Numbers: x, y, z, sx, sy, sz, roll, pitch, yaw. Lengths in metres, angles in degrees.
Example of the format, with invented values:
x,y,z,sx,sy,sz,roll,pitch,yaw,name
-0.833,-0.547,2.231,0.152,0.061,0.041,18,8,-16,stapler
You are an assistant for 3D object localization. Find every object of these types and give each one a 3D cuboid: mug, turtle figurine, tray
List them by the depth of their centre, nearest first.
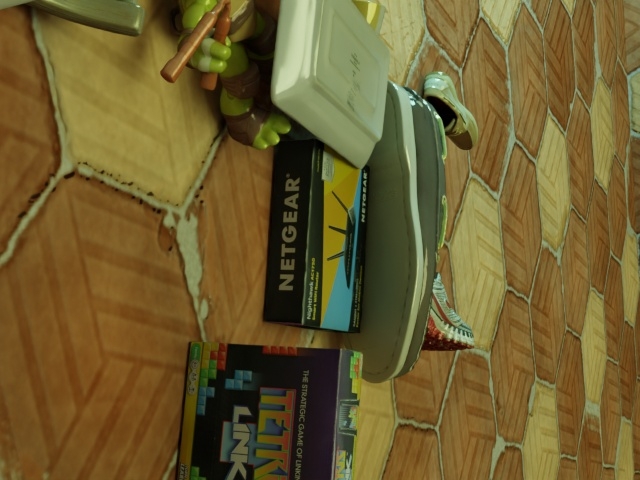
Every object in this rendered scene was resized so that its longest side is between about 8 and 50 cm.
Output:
x,y,z,sx,sy,sz,roll,pitch,yaw,name
-0.078,-0.175,0.818,0.217,0.087,0.269,67,26,-51,turtle figurine
0.020,-0.160,0.923,0.270,0.030,0.145,24,72,-71,tray
0.029,-0.219,1.073,0.078,0.062,0.064,1,98,-42,mug

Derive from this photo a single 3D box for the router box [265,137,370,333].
x,y,z,sx,sy,sz,roll,pitch,yaw,name
0.000,0.000,1.015,0.133,0.046,0.179,16,75,-62,router box

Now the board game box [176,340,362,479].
x,y,z,sx,sy,sz,roll,pitch,yaw,name
-0.043,0.170,0.821,0.048,0.141,0.170,23,69,-62,board game box

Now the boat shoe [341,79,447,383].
x,y,z,sx,sy,sz,roll,pitch,yaw,name
0.086,-0.008,1.099,0.097,0.116,0.324,11,74,-45,boat shoe

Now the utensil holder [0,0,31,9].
x,y,z,sx,sy,sz,roll,pitch,yaw,name
-0.173,-0.300,0.274,0.327,0.327,0.385,11,60,-63,utensil holder

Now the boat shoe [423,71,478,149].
x,y,z,sx,sy,sz,roll,pitch,yaw,name
0.170,-0.164,1.361,0.135,0.050,0.045,51,48,-37,boat shoe

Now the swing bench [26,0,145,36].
x,y,z,sx,sy,sz,roll,pitch,yaw,name
-0.131,-0.296,0.588,0.165,0.254,0.253,13,73,-23,swing bench

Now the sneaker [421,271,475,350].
x,y,z,sx,sy,sz,roll,pitch,yaw,name
0.131,0.079,1.231,0.225,0.088,0.093,38,55,-58,sneaker
